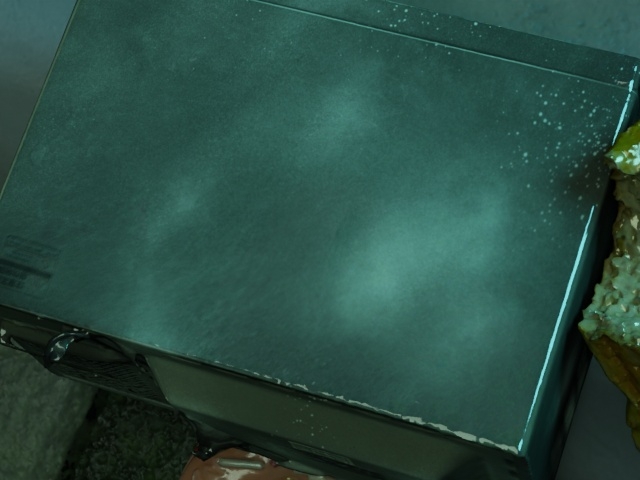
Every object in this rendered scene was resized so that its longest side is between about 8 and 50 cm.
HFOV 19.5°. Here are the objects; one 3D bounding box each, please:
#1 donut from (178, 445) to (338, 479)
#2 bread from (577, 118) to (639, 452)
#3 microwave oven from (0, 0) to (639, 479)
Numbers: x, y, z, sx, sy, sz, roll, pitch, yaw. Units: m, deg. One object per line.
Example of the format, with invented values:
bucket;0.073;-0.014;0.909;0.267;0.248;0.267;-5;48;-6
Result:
donut;-0.017;0.230;1.547;0.232;0.085;0.199;10;88;13
bread;0.279;0.080;1.350;0.185;0.380;0.109;-42;38;-18
microwave oven;0.000;0.000;1.438;0.432;0.236;0.374;15;73;15
